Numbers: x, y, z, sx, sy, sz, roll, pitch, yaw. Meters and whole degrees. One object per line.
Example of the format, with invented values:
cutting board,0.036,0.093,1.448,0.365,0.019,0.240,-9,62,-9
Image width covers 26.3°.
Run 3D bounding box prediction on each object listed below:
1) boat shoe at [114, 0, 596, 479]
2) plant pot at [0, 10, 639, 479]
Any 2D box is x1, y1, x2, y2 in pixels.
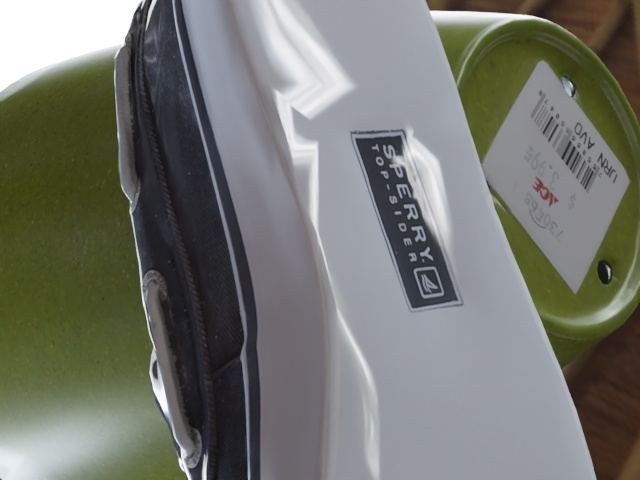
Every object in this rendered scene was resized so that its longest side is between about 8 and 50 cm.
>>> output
boat shoe,-0.002,0.041,0.409,0.102,0.108,0.301,-33,-112,48
plant pot,0.000,0.000,0.658,0.293,0.275,0.275,-17,-141,47
